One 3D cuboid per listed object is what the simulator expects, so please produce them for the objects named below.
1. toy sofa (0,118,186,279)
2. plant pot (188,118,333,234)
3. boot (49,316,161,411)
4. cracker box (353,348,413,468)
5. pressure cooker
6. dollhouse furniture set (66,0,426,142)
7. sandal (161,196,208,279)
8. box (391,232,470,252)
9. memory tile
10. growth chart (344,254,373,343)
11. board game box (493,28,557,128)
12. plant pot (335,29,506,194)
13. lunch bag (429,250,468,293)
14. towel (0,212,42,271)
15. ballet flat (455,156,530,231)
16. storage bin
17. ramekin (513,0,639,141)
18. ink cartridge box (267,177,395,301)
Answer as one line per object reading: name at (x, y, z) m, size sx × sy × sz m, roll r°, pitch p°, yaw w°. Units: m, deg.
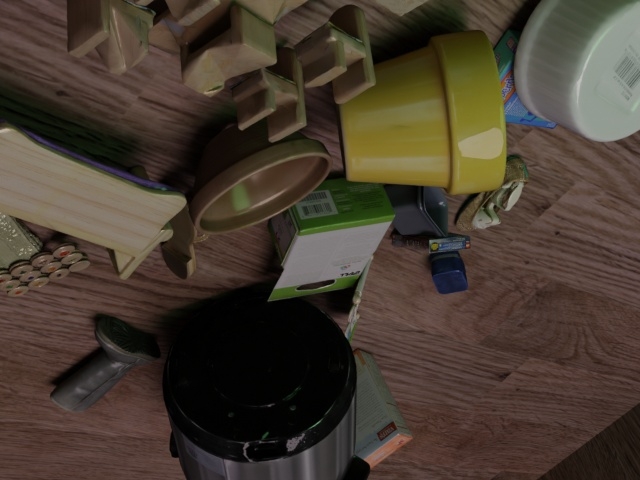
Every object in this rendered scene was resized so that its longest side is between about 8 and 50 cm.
toy sofa at (-0.377, -0.090, 1.432) m, size 0.177 × 0.150 × 0.362 m, roll -47°, pitch 140°, yaw 19°
plant pot at (-0.109, -0.113, 1.576) m, size 0.237 × 0.110 × 0.237 m, roll -27°, pitch 166°, yaw -7°
boot at (-0.428, 0.238, 1.901) m, size 0.208 × 0.076 × 0.189 m, roll -28°, pitch 143°, yaw 15°
cracker box at (0.088, 0.383, 2.260) m, size 0.155 × 0.232 × 0.067 m, roll -40°, pitch 143°, yaw 19°
pressure cooker at (-0.114, 0.349, 1.973) m, size 0.375 × 0.370 × 0.420 m, roll -14°, pitch 140°, yaw -10°
dollhouse furniture set at (-0.065, -0.359, 1.288) m, size 0.394 × 0.257 × 0.362 m, roll -24°, pitch 151°, yaw 36°
sandal at (-0.219, -0.029, 1.697) m, size 0.079 × 0.088 × 0.240 m, roll -46°, pitch 163°, yaw -29°
box at (0.211, 0.001, 1.946) m, size 0.094 × 0.137 × 0.027 m, roll -5°, pitch 98°, yaw -26°
memory tile at (-0.458, 0.050, 1.653) m, size 0.148 × 0.012 × 0.113 m, roll -24°, pitch 162°, yaw -3°
growth chart at (0.068, 0.141, 2.021) m, size 0.021 × 0.172 × 0.237 m, roll 14°, pitch 138°, yaw 4°
board game box at (0.367, -0.275, 1.752) m, size 0.210 × 0.047 × 0.160 m, roll 2°, pitch 136°, yaw -35°
plant pot at (0.147, -0.189, 1.577) m, size 0.239 × 0.254 × 0.254 m, roll -7°, pitch 143°, yaw 0°
lunch bag at (0.269, 0.064, 2.109) m, size 0.067 × 0.065 × 0.098 m, roll -11°, pitch 145°, yaw 13°
towel at (-0.509, 0.000, 1.571) m, size 0.110 × 0.027 × 0.148 m, roll -26°, pitch 145°, yaw 1°
ballet flat at (0.338, -0.072, 1.977) m, size 0.073 × 0.067 × 0.206 m, roll 1°, pitch 137°, yaw -35°
storage bin at (0.173, -0.066, 1.873) m, size 0.091 × 0.098 × 0.135 m, roll -8°, pitch 152°, yaw 23°
ramekin at (0.467, -0.297, 1.649) m, size 0.277 × 0.135 × 0.277 m, roll -17°, pitch 128°, yaw -24°
ink cartridge box at (0.000, 0.000, 1.837) m, size 0.188 × 0.097 × 0.255 m, roll -9°, pitch 151°, yaw -23°
